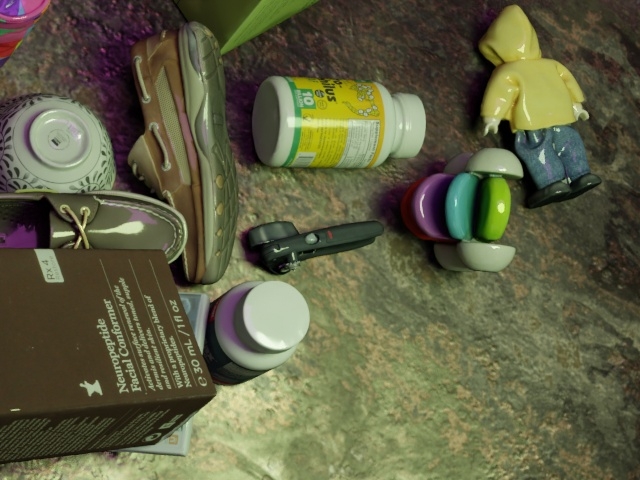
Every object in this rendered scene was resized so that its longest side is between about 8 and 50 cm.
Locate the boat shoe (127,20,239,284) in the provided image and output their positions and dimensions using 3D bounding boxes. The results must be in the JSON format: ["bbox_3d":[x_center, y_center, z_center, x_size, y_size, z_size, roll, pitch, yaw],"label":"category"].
[{"bbox_3d":[-0.174,-0.104,1.610,0.117,0.123,0.324,-6,85,10],"label":"boat shoe"}]

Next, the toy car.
[{"bbox_3d":[0.177,-0.042,1.694,0.136,0.182,0.159,8,87,-16],"label":"toy car"}]

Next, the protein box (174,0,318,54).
[{"bbox_3d":[-0.068,-0.366,1.668,0.201,0.200,0.136,-34,90,-27],"label":"protein box"}]

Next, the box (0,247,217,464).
[{"bbox_3d":[-0.311,0.115,1.319,0.381,0.143,0.191,-1,59,-44],"label":"box"}]

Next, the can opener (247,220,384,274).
[{"bbox_3d":[0.000,0.000,1.671,0.186,0.059,0.073,-9,78,-25],"label":"can opener"}]

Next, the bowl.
[{"bbox_3d":[-0.318,-0.110,1.556,0.170,0.080,0.170,6,74,-22],"label":"bowl"}]

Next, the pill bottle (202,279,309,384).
[{"bbox_3d":[-0.083,0.105,1.536,0.108,0.180,0.107,7,72,-21],"label":"pill bottle"}]

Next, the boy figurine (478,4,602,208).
[{"bbox_3d":[0.292,-0.191,1.834,0.177,0.092,0.285,-17,82,-26],"label":"boy figurine"}]

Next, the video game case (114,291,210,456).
[{"bbox_3d":[-0.224,0.149,1.503,0.173,0.022,0.190,2,71,12],"label":"video game case"}]

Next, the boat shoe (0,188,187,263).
[{"bbox_3d":[-0.311,-0.005,1.481,0.325,0.097,0.116,2,89,-11],"label":"boat shoe"}]

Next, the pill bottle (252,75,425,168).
[{"bbox_3d":[0.026,-0.152,1.693,0.208,0.117,0.117,0,75,-23],"label":"pill bottle"}]

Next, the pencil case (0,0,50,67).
[{"bbox_3d":[-0.388,-0.247,1.486,0.104,0.236,0.104,12,66,-28],"label":"pencil case"}]
